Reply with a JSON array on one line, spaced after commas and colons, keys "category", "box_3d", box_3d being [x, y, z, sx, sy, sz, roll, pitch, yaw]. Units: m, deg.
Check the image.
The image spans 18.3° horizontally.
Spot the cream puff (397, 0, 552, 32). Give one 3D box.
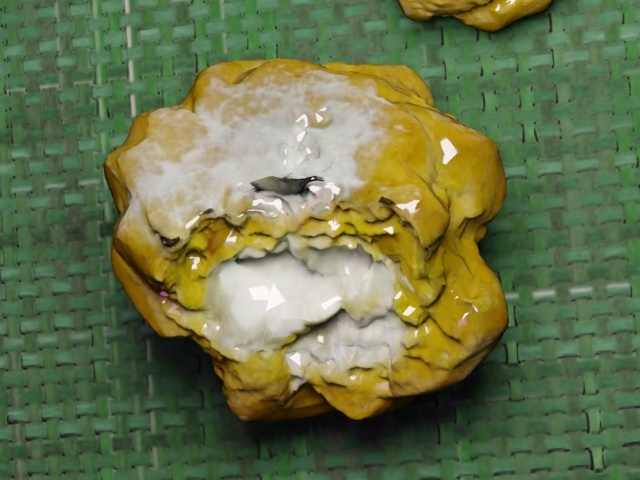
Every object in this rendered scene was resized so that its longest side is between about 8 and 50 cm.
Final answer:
[{"category": "cream puff", "box_3d": [0.139, -0.276, 1.645, 0.195, 0.195, 0.221, 45, 94, 12]}]

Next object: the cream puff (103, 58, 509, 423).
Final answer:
[{"category": "cream puff", "box_3d": [-0.007, -0.004, 1.622, 0.323, 0.270, 0.274, -2, 48, 9]}]
